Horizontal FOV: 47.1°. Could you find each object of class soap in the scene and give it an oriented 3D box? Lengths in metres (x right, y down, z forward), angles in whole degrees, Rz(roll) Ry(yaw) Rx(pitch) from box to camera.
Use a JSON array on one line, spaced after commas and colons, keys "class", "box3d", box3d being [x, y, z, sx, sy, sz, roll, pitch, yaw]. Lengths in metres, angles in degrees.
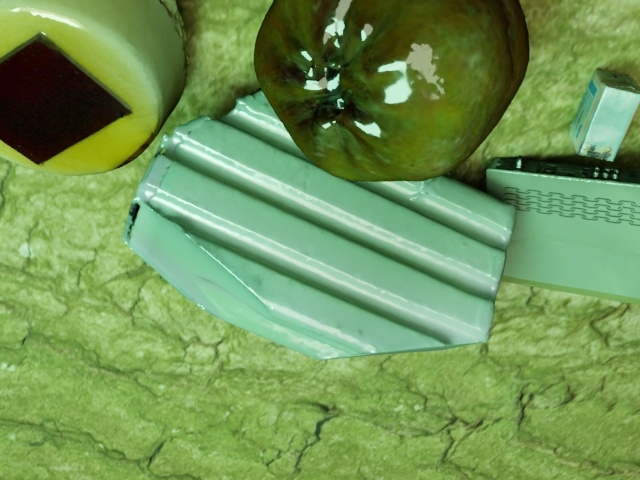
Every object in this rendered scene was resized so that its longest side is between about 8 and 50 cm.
[{"class": "soap", "box3d": [0.000, 0.000, 0.905, 0.446, 0.261, 0.156, 23, 159, -12]}]

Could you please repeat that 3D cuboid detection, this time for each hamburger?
[{"class": "hamburger", "box3d": [-0.293, -0.212, 0.830, 0.302, 0.170, 0.302, 1, 143, 1]}]

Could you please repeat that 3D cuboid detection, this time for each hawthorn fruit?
[{"class": "hawthorn fruit", "box3d": [0.089, -0.209, 0.784, 0.268, 0.301, 0.268, 19, 126, 28]}]

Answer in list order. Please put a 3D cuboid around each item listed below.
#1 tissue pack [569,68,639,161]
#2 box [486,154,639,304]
[{"class": "tissue pack", "box3d": [0.353, -0.157, 0.911, 0.059, 0.074, 0.094, 14, 124, 2]}, {"class": "box", "box3d": [0.355, -0.013, 0.964, 0.270, 0.045, 0.211, 8, 126, 27]}]
